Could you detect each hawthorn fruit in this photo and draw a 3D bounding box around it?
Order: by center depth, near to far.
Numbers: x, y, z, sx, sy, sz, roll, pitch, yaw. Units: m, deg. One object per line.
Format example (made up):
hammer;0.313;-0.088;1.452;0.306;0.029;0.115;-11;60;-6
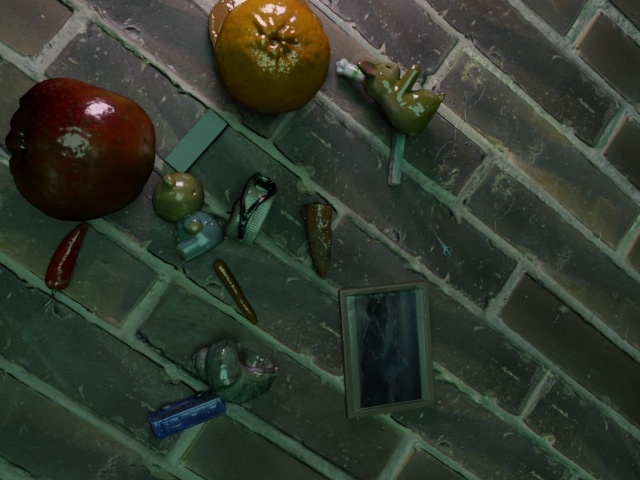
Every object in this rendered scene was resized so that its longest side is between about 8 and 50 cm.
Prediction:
hawthorn fruit;-0.638;-0.248;1.563;0.403;0.403;0.402;0;91;-14

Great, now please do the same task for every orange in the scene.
orange;-0.137;-0.539;1.646;0.341;0.293;0.340;-1;96;-12

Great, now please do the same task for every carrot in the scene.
carrot;-0.270;0.167;1.814;0.043;0.043;0.247;-33;101;-12
carrot;0.000;0.000;1.861;0.102;0.102;0.262;-5;98;-14

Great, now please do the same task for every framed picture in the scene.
framed picture;0.231;0.375;1.948;0.326;0.028;0.445;-5;92;-14

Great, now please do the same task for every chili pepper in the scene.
chili pepper;-0.762;0.067;1.675;0.071;0.063;0.272;20;74;-15

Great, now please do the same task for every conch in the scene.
conch;-0.275;0.397;1.752;0.277;0.220;0.195;9;115;8

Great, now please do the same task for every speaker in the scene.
speaker;-0.389;-0.305;1.775;0.082;0.044;0.218;40;82;-12

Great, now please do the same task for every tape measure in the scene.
tape measure;-0.216;-0.107;1.742;0.115;0.207;0.235;26;87;-10

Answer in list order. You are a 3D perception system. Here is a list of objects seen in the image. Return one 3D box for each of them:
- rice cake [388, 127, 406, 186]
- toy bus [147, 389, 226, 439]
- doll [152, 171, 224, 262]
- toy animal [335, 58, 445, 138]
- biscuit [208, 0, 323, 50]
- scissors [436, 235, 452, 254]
rice cake;0.262;-0.289;1.944;0.043;0.034;0.210;7;88;-23
toy bus;-0.413;0.534;1.753;0.237;0.094;0.079;-19;95;-13
doll;-0.404;-0.082;1.706;0.162;0.177;0.260;-28;98;-5
toy animal;0.234;-0.508;1.855;0.180;0.181;0.363;-45;96;-13
biscuit;-0.162;-0.640;1.819;0.365;0.062;0.385;-41;100;-11
scissors;0.434;0.015;2.006;0.036;0.006;0.083;-41;100;-9
